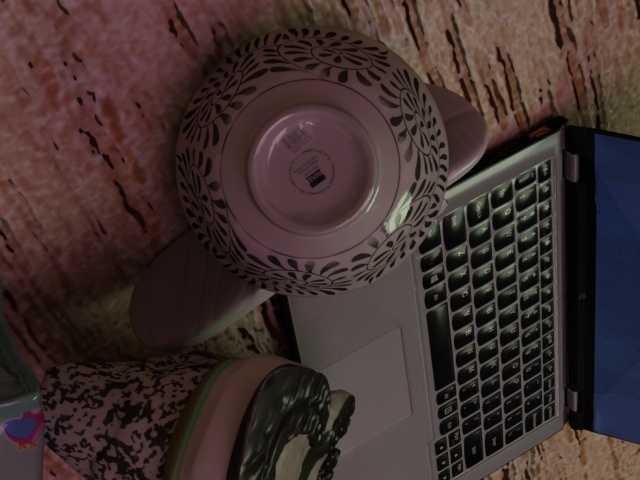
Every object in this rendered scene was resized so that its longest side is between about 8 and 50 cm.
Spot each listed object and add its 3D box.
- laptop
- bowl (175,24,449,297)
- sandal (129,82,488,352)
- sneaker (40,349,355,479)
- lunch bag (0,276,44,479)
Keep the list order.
[{"bbox_3d":[0.218,0.123,1.141,0.408,0.236,0.382,-28,138,-17],"label":"laptop"},{"bbox_3d":[-0.004,-0.044,0.856,0.170,0.080,0.170,0,96,-1],"label":"bowl"},{"bbox_3d":[-0.005,-0.007,0.959,0.265,0.102,0.076,-34,142,2],"label":"sandal"},{"bbox_3d":[-0.085,0.138,0.982,0.410,0.182,0.158,76,34,-72],"label":"sneaker"},{"bbox_3d":[-0.296,0.146,0.803,0.262,0.160,0.223,-8,129,-25],"label":"lunch bag"}]
